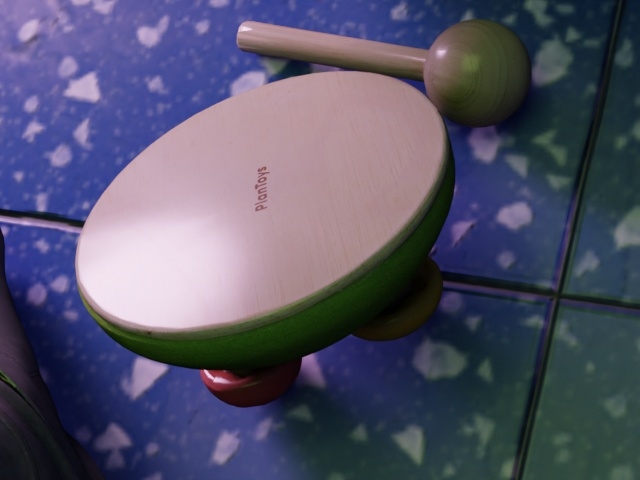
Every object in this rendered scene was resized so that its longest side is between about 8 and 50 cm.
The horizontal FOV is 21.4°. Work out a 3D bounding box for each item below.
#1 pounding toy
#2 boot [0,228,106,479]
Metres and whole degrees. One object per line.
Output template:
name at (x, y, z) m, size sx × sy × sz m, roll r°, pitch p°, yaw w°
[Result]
pounding toy at (0.000, 0.000, 0.813) m, size 0.183 × 0.110 × 0.237 m, roll 2°, pitch 43°, yaw 33°
boot at (-0.134, 0.111, 0.784) m, size 0.223 × 0.338 × 0.118 m, roll 35°, pitch 106°, yaw -16°
